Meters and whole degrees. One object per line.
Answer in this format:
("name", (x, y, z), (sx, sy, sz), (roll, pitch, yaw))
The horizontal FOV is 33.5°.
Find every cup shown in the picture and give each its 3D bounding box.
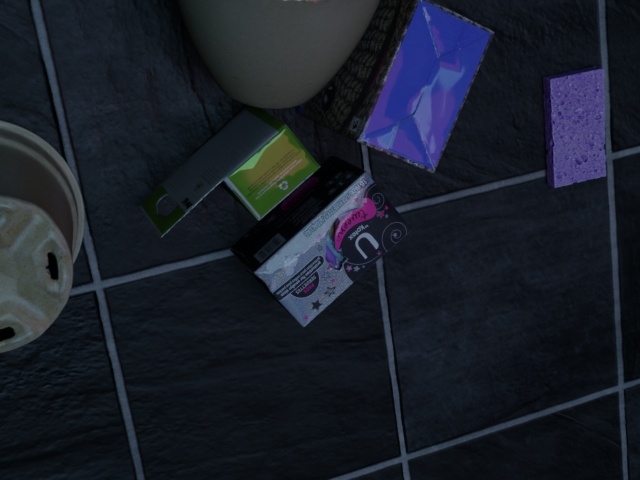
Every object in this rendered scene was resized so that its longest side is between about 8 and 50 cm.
("cup", (-0.069, -0.342, 1.614), (0.331, 0.331, 0.237), (-9, 132, -19))

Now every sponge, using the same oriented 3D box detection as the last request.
("sponge", (0.477, -0.212, 1.992), (0.117, 0.031, 0.210), (-12, 110, -18))

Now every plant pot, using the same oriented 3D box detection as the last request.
("plant pot", (-0.485, 0.011, 1.533), (0.334, 0.305, 0.333), (-6, 108, -20))

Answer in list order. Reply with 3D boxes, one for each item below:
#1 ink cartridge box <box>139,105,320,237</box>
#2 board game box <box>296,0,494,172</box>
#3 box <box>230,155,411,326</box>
("ink cartridge box", (-0.151, -0.088, 1.699), (0.255, 0.189, 0.097), (-43, 117, -3))
("board game box", (0.108, -0.262, 1.690), (0.141, 0.291, 0.232), (20, 97, -24))
("box", (0.000, 0.000, 1.795), (0.247, 0.163, 0.142), (-43, 114, -5))
